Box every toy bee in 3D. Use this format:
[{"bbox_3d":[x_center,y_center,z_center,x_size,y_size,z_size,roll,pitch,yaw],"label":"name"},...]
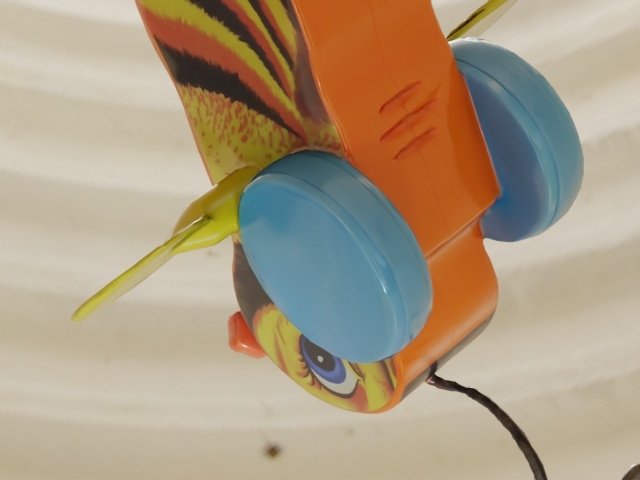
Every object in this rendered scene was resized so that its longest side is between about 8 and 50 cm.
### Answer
[{"bbox_3d":[0.000,0.000,0.604,0.195,0.298,0.162,-13,-174,-35],"label":"toy bee"}]
